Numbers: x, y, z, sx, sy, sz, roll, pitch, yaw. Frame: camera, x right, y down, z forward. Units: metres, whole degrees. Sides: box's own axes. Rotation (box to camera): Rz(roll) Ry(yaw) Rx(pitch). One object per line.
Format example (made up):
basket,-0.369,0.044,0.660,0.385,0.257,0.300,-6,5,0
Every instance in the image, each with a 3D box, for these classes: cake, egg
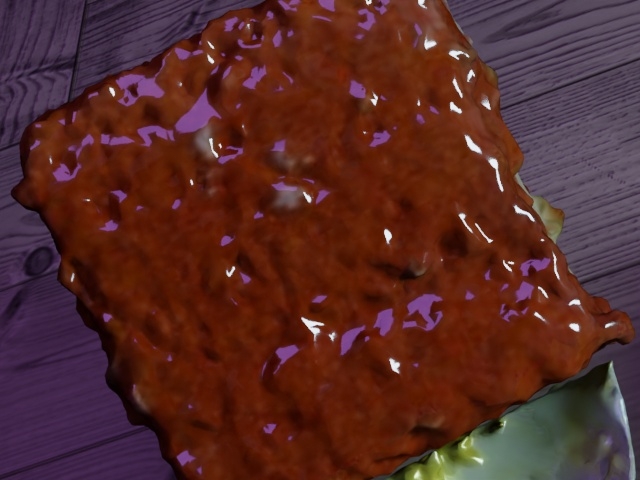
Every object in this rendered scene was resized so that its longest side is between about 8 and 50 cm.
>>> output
cake,0.000,0.000,1.016,0.270,0.269,0.319,-27,-1,0
egg,0.074,0.200,0.893,0.206,0.162,0.271,-35,-10,40
